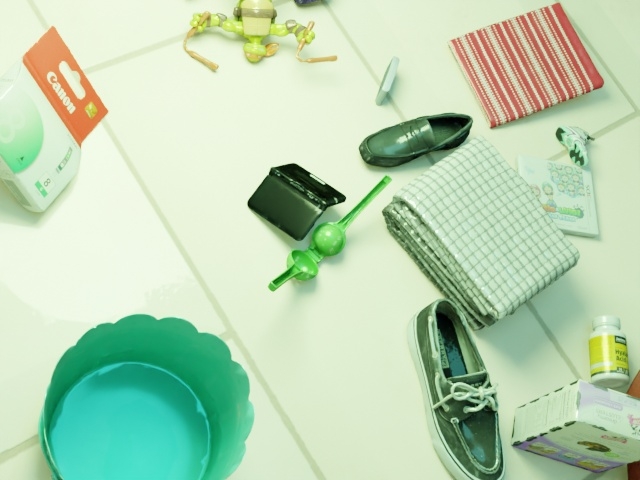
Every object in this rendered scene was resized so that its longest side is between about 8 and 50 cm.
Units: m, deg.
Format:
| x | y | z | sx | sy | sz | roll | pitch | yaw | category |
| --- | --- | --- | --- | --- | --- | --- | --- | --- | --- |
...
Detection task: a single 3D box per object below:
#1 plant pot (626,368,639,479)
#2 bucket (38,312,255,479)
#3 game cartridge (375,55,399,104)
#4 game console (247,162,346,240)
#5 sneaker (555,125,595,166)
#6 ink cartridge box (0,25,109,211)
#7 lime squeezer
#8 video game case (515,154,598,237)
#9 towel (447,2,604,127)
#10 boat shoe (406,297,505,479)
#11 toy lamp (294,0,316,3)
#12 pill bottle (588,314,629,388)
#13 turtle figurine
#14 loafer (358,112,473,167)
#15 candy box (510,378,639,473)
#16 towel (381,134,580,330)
| x | y | z | sx | sy | sz | roll | pitch | yaw | category |
| --- | --- | --- | --- | --- | --- | --- | --- | --- | --- |
| 0.635 | 0.317 | 1.552 | 0.267 | 0.236 | 0.267 | 15 | 55 | -14 | plant pot |
| -0.243 | 0.248 | 1.300 | 0.281 | 0.183 | 0.281 | 8 | 64 | -17 | bucket |
| 0.122 | -0.292 | 1.749 | 0.017 | 0.056 | 0.083 | 20 | 62 | -2 | game cartridge |
| -0.038 | -0.066 | 1.592 | 0.122 | 0.071 | 0.107 | 35 | 27 | 22 | game console |
| 0.503 | -0.185 | 1.846 | 0.069 | 0.038 | 0.098 | -9 | 59 | -28 | sneaker |
| -0.409 | -0.183 | 1.444 | 0.056 | 0.181 | 0.224 | 12 | 54 | 35 | ink cartridge box |
| 0.000 | 0.000 | 1.546 | 0.059 | 0.110 | 0.310 | 35 | 54 | 18 | lime squeezer |
| 0.440 | -0.083 | 1.793 | 0.157 | 0.019 | 0.143 | 8 | 64 | -16 | video game case |
| 0.401 | -0.343 | 1.873 | 0.275 | 0.031 | 0.199 | -21 | 77 | -18 | towel |
| 0.229 | 0.239 | 1.522 | 0.113 | 0.105 | 0.306 | -4 | 69 | -22 | boat shoe |
| -0.108 | -0.467 | 1.731 | 0.275 | 0.080 | 0.080 | -4 | 69 | -19 | toy lamp |
| 0.498 | 0.192 | 1.666 | 0.065 | 0.065 | 0.116 | 11 | 64 | -16 | pill bottle |
| -0.097 | -0.403 | 1.671 | 0.269 | 0.087 | 0.217 | 4 | 106 | -5 | turtle figurine |
| 0.171 | -0.186 | 1.706 | 0.223 | 0.078 | 0.076 | -15 | 73 | -25 | loafer |
| 0.423 | 0.296 | 1.516 | 0.165 | 0.196 | 0.070 | 20 | 62 | -12 | candy box |
| 0.273 | -0.009 | 1.646 | 0.235 | 0.121 | 0.283 | -34 | 80 | -31 | towel |
